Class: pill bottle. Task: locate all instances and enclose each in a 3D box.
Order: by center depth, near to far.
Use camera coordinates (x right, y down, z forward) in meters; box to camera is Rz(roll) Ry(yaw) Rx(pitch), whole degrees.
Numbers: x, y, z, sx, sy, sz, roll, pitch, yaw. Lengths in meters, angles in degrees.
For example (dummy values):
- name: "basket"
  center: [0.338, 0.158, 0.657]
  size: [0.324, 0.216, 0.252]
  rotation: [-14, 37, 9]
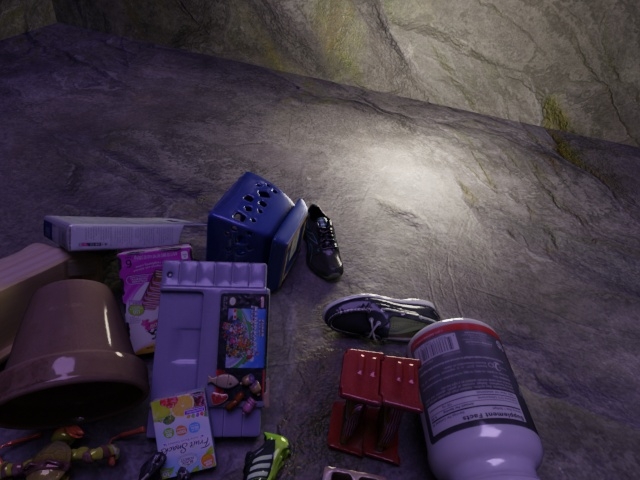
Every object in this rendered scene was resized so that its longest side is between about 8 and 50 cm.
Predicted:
- name: "pill bottle"
  center: [0.300, 0.352, 0.886]
  size: [0.210, 0.210, 0.363]
  rotation: [3, 41, -5]

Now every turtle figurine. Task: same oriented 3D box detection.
- name: "turtle figurine"
  center: [-0.457, 0.412, 0.786]
  size: [0.270, 0.087, 0.217]
  rotation: [-4, 42, -7]

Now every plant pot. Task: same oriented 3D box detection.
- name: "plant pot"
  center: [-0.474, 0.206, 0.860]
  size: [0.263, 0.263, 0.229]
  rotation: [-8, 60, -18]
- name: "plant pot"
  center: [-0.166, -0.013, 1.239]
  size: [0.212, 0.236, 0.236]
  rotation: [20, 41, 7]

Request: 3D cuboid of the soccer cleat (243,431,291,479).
- name: "soccer cleat"
  center: [-0.120, 0.440, 0.842]
  size: [0.072, 0.060, 0.179]
  rotation: [12, 33, 21]

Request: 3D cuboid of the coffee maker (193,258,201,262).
- name: "coffee maker"
  center: [-0.374, 0.079, 1.178]
  size: [0.178, 0.120, 0.171]
  rotation: [19, 41, 13]

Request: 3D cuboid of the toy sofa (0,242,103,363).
- name: "toy sofa"
  center: [-0.653, 0.138, 0.960]
  size: [0.177, 0.150, 0.362]
  rotation: [11, 21, 11]

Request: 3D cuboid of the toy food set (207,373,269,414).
- name: "toy food set"
  center: [-0.161, 0.301, 0.884]
  size: [0.122, 0.019, 0.077]
  rotation: [0, 76, -7]

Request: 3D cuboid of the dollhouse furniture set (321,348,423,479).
- name: "dollhouse furniture set"
  center: [0.084, 0.406, 0.796]
  size: [0.152, 0.201, 0.374]
  rotation: [10, 39, 3]

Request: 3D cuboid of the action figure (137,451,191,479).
- name: "action figure"
  center: [-0.301, 0.453, 0.683]
  size: [0.164, 0.140, 0.276]
  rotation: [16, 9, 11]

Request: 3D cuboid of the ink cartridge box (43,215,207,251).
- name: "ink cartridge box"
  center: [-0.510, -0.023, 1.181]
  size: [0.330, 0.071, 0.324]
  rotation: [0, 5, -39]

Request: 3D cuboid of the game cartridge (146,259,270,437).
- name: "game cartridge"
  center: [-0.224, 0.218, 0.938]
  size: [0.230, 0.068, 0.355]
  rotation: [1, 76, -2]

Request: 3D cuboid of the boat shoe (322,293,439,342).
- name: "boat shoe"
  center: [0.159, 0.201, 1.120]
  size: [0.303, 0.114, 0.091]
  rotation: [-2, 35, -10]

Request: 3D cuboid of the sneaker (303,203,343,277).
- name: "sneaker"
  center: [0.000, 0.000, 1.342]
  size: [0.101, 0.106, 0.267]
  rotation: [-7, 43, -19]

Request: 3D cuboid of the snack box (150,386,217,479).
- name: "snack box"
  center: [-0.257, 0.362, 0.854]
  size: [0.100, 0.037, 0.141]
  rotation: [-10, 84, -9]

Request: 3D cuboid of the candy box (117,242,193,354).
- name: "candy box"
  center: [-0.363, 0.132, 1.032]
  size: [0.159, 0.233, 0.071]
  rotation: [-7, 9, -15]
